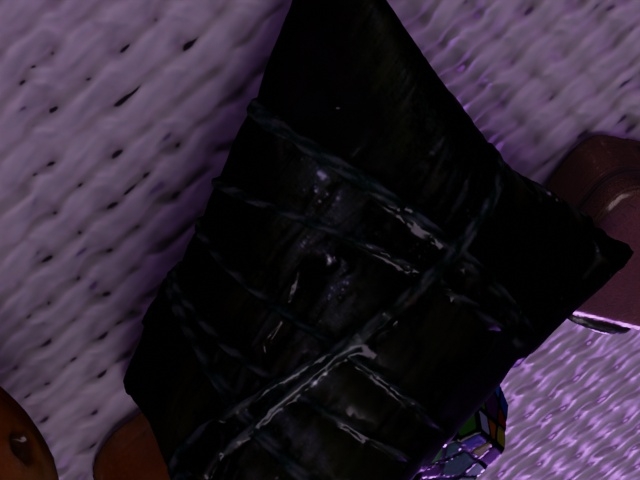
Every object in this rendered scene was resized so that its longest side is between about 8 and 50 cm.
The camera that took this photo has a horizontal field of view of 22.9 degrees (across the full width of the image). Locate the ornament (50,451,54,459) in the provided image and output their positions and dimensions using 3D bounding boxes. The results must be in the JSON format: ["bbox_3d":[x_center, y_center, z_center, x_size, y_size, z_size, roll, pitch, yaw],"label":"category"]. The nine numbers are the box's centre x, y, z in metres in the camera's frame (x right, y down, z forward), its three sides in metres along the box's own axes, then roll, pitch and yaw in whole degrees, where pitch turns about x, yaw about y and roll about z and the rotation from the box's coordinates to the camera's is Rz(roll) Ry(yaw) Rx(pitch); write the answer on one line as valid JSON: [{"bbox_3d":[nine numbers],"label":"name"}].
[{"bbox_3d":[-0.229,0.194,1.217,0.068,0.041,0.092,37,123,-23],"label":"ornament"}]

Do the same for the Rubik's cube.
[{"bbox_3d":[0.088,0.140,1.278,0.133,0.133,0.112,-24,165,-4],"label":"Rubik's cube"}]

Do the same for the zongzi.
[{"bbox_3d":[0.000,0.000,1.032,0.383,0.319,0.362,-38,123,-7],"label":"zongzi"}]

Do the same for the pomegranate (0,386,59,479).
[{"bbox_3d":[-0.279,0.174,1.057,0.209,0.209,0.209,-15,138,-14],"label":"pomegranate"}]

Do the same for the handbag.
[{"bbox_3d":[0.249,0.002,1.254,0.193,0.072,0.151,14,125,-40],"label":"handbag"}]

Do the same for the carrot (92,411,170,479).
[{"bbox_3d":[-0.072,0.234,1.212,0.159,0.225,0.159,-14,133,-16],"label":"carrot"}]
